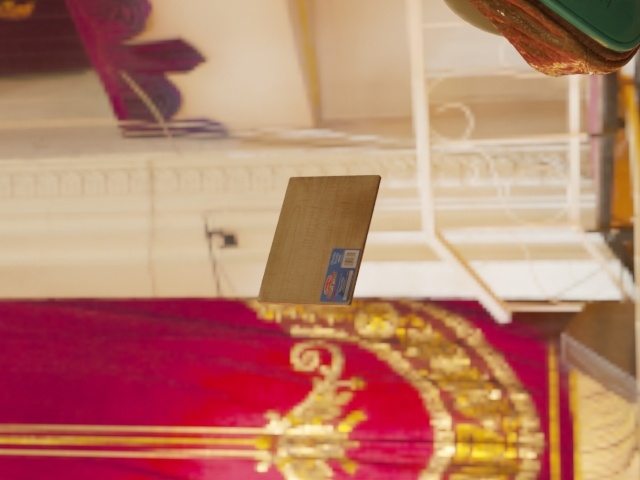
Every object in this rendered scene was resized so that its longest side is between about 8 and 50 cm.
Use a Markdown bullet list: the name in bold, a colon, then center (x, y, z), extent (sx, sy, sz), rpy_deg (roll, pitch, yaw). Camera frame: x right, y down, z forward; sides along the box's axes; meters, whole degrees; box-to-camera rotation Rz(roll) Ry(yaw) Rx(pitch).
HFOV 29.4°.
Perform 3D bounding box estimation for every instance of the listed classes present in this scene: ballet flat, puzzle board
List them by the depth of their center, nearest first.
- **ballet flat**: center (0.102, -0.242, 0.945), extent (0.116, 0.342, 0.124), rpy_deg (-59, 15, -26)
- **puzzle board**: center (0.000, 0.000, 1.099), extent (0.011, 0.096, 0.128), rpy_deg (43, -126, -52)
